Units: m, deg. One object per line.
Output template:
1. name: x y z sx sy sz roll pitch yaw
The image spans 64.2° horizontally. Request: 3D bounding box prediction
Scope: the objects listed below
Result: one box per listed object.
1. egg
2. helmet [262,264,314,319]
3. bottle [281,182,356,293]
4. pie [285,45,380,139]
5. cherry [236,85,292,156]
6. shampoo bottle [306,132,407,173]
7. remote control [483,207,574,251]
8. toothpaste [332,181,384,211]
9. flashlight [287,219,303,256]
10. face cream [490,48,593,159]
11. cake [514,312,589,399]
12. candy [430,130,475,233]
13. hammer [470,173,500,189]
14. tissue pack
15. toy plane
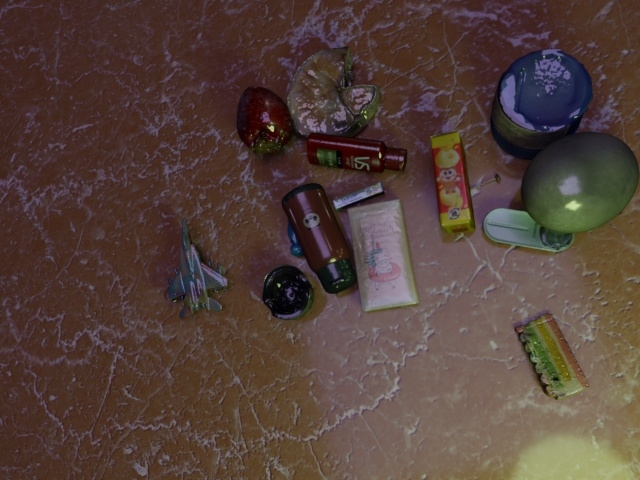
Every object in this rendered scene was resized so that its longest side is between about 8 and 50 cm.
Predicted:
1. egg: 0.683 -0.155 1.351 0.352 0.258 0.258 -28 71 -26
2. helmet: -0.089 0.169 1.577 0.153 0.107 0.177 -38 54 7
3. bottle: 0.000 0.000 1.567 0.144 0.144 0.336 -24 75 8
4. pie: 0.026 -0.475 1.692 0.337 0.075 0.337 -2 83 17
5. cherry: -0.191 -0.405 1.672 0.175 0.192 0.249 -17 71 -20
6. shampoo bottle: 0.112 -0.271 1.610 0.314 0.118 0.076 11 49 15
7. remote control: 0.597 -0.030 1.474 0.247 0.052 0.104 12 83 15
8. toothpaste: 0.122 -0.139 1.615 0.164 0.046 0.034 -20 79 9
9. flashlight: -0.079 -0.010 1.638 0.051 0.051 0.129 -14 73 11
10. face cream: 0.619 -0.380 1.450 0.249 0.225 0.249 -2 80 13
11. cake: 0.633 0.324 1.403 0.109 0.090 0.225 -23 56 11
12. candy: 0.390 -0.167 1.500 0.088 0.146 0.276 -9 79 22
13. hammer: 0.486 -0.168 1.550 0.123 0.014 0.029 -22 62 11
14. tissue pack: 0.187 0.044 1.549 0.170 0.071 0.325 -10 77 13
15. toy plane: -0.417 0.085 1.674 0.223 0.104 0.326 -14 72 10
